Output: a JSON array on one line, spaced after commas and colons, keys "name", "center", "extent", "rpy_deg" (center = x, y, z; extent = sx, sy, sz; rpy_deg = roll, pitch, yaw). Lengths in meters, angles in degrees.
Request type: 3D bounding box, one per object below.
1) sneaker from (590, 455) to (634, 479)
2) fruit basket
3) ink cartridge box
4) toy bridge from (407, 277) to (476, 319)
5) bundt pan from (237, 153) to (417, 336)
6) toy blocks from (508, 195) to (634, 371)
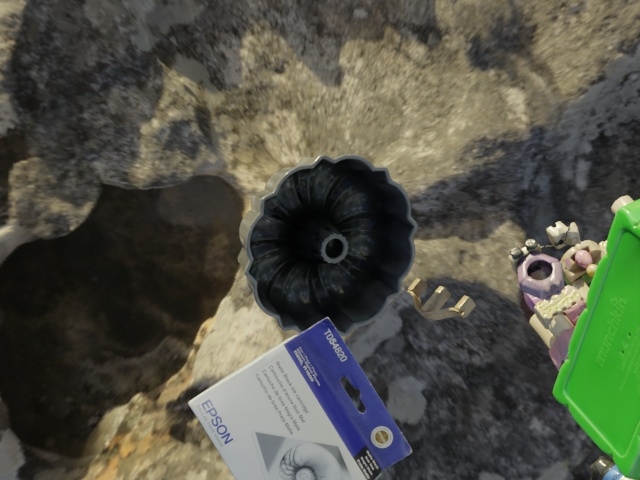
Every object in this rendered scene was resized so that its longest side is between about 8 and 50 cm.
[{"name": "sneaker", "center": [0.454, 0.374, 1.409], "extent": [0.058, 0.085, 0.152], "rpy_deg": [-47, 129, -6]}, {"name": "fruit basket", "center": [0.525, 0.121, 1.158], "extent": [0.392, 0.283, 0.392], "rpy_deg": [-12, 125, -18]}, {"name": "ink cartridge box", "center": [-0.028, 0.251, 1.258], "extent": [0.224, 0.045, 0.223], "rpy_deg": [-33, 87, 10]}, {"name": "toy bridge", "center": [0.210, 0.114, 1.714], "extent": [0.063, 0.188, 0.026], "rpy_deg": [-48, 114, -10]}, {"name": "bundt pan", "center": [0.000, 0.000, 1.656], "extent": [0.331, 0.124, 0.330], "rpy_deg": [-7, 106, -24]}, {"name": "toy blocks", "center": [0.540, 0.121, 1.701], "extent": [0.289, 0.309, 0.260], "rpy_deg": [-30, 52, -1]}]
